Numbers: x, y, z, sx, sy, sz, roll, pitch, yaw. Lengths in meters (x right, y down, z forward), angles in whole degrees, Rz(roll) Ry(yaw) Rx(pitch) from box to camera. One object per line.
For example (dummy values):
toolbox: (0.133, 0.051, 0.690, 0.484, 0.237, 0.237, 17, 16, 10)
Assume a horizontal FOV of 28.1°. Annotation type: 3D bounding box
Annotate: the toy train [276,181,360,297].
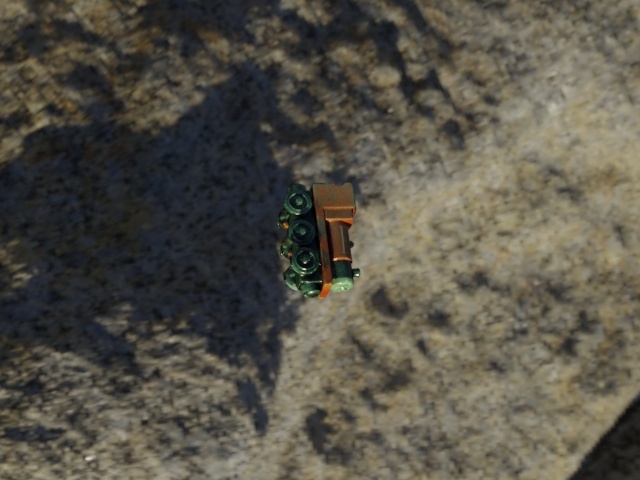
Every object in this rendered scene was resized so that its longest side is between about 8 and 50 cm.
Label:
toy train: (0.000, 0.000, 1.064, 0.064, 0.044, 0.103, 1, 64, -14)
